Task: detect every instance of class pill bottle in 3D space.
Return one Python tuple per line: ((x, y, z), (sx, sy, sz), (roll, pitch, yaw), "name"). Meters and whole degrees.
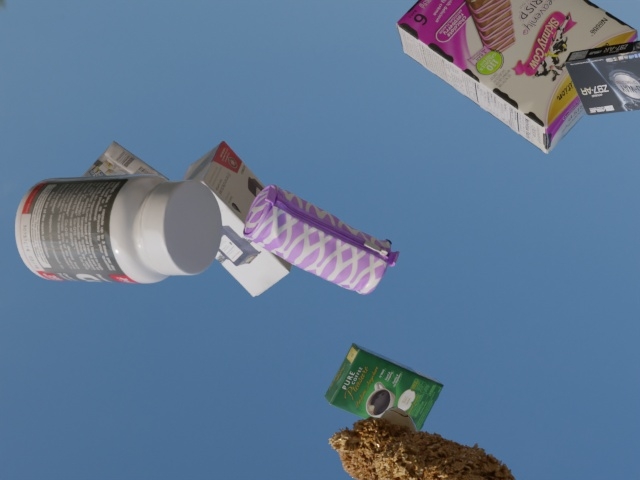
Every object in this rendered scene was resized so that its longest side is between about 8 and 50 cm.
((-0.299, -0.017, 1.480), (0.283, 0.161, 0.161), (1, -152, 31), "pill bottle")

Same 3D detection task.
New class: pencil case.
((0.000, 0.000, 1.316), (0.206, 0.088, 0.086), (24, -115, -20), "pencil case")

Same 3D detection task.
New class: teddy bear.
((0.170, 0.319, 1.419), (0.245, 0.113, 0.338), (6, -176, -26), "teddy bear")

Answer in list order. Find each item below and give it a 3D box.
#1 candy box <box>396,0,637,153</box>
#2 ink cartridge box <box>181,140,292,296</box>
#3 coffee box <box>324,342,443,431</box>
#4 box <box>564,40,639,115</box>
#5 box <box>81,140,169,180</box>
((0.228, -0.234, 1.173), (0.233, 0.071, 0.159), (40, -97, 24), "candy box")
((-0.151, -0.040, 1.846), (0.237, 0.100, 0.172), (48, -154, -19), "ink cartridge box")
((0.110, 0.260, 1.727), (0.184, 0.113, 0.040), (24, -173, -22), "coffee box")
((0.283, -0.154, 0.950), (0.083, 0.067, 0.018), (-1, -137, 41), "box")
((-0.373, -0.068, 1.763), (0.145, 0.038, 0.186), (33, -105, 24), "box")
